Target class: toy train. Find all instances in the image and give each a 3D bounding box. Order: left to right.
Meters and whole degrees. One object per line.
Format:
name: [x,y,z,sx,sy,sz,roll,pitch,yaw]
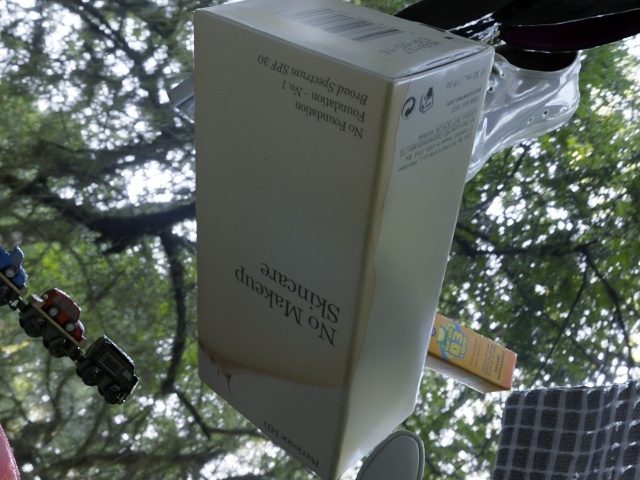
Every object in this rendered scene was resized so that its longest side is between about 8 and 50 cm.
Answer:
toy train: [-0.178,0.052,0.457,0.158,0.036,0.027,52,-20,-28]

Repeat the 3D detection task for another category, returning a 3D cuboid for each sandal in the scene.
sandal: [0.242,-0.230,0.669,0.445,0.167,0.107,-24,-100,24]

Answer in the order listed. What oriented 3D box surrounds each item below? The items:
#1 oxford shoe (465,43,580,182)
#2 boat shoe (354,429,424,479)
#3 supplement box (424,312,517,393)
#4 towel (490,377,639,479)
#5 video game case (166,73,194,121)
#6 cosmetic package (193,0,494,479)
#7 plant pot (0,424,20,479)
oxford shoe: [0.184,-0.173,0.906,0.169,0.449,0.130,39,-35,39]
boat shoe: [0.087,0.401,1.022,0.095,0.079,0.255,17,-92,10]
supplement box: [0.238,0.199,1.229,0.233,0.078,0.080,26,-25,-18]
towel: [0.204,0.220,0.456,0.121,0.284,0.235,27,-28,-9]
video game case: [-0.061,-0.186,0.798,0.190,0.173,0.022,-32,-106,8]
cosmetic package: [0.000,0.000,0.491,0.160,0.113,0.310,28,-52,32]
plant pot: [-0.509,0.289,0.746,0.274,0.243,0.275,10,-72,33]
